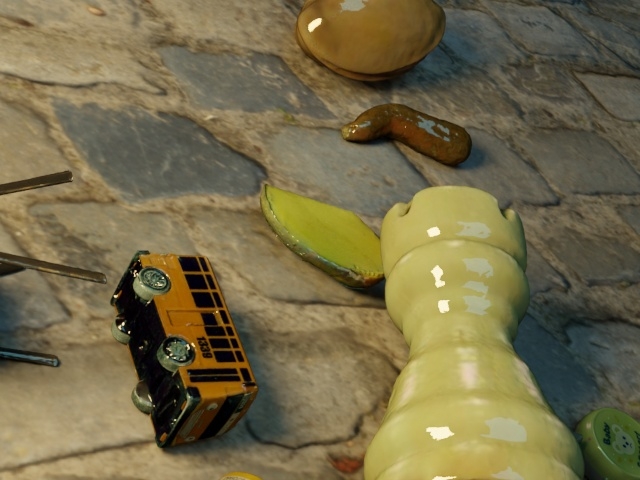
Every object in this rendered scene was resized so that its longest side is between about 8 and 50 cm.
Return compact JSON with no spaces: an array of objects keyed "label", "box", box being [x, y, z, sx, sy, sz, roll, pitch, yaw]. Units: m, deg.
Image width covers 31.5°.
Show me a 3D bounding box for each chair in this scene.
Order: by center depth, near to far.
[{"label":"chair","box":[-0.357,0.039,1.095,0.247,0.159,0.172,1,51,-37]}]

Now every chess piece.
[{"label":"chess piece","box":[0.161,0.142,1.302,0.234,0.234,0.442,19,44,-20]}]

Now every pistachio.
[{"label":"pistachio","box":[0.074,-0.344,1.821,0.293,0.162,0.182,-7,72,-46]}]

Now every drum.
[{"label":"drum","box":[0.446,0.295,1.517,0.253,0.049,0.130,17,42,-22]}]

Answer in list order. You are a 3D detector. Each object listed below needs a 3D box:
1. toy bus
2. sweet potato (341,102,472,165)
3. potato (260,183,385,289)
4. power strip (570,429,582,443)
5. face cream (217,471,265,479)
[{"label":"toy bus","box":[-0.147,0.116,1.223,0.114,0.098,0.201,2,47,-35]},{"label":"sweet potato","box":[0.136,-0.171,1.768,0.233,0.062,0.081,10,46,-25]},{"label":"potato","box":[0.000,0.000,1.490,0.198,0.054,0.119,27,39,-7]},{"label":"power strip","box":[0.227,0.175,1.476,0.167,0.054,0.253,-1,51,-38]},{"label":"face cream","box":[-0.154,0.333,0.983,0.105,0.105,0.348,43,38,10]}]
